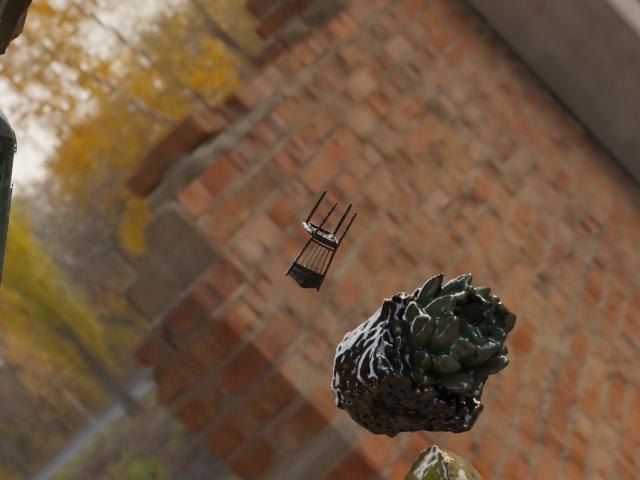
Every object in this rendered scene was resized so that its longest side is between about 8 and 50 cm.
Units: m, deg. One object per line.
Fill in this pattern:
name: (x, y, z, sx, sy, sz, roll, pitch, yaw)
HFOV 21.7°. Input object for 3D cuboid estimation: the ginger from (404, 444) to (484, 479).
ginger: (0.189, 0.368, 1.811, 0.190, 0.354, 0.126, 2, -46, -43)

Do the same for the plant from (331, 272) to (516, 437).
plant: (0.104, 0.119, 1.650, 0.194, 0.129, 0.132, -33, 33, 49)

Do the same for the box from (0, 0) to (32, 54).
box: (-0.418, -0.284, 1.338, 0.373, 0.420, 0.138, 152, 121, -69)

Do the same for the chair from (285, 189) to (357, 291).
chair: (-0.001, 0.000, 1.529, 0.086, 0.037, 0.042, -60, 19, 7)

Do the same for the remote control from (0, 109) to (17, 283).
remote control: (-0.243, -0.004, 1.011, 0.104, 0.052, 0.247, -15, -35, -29)
